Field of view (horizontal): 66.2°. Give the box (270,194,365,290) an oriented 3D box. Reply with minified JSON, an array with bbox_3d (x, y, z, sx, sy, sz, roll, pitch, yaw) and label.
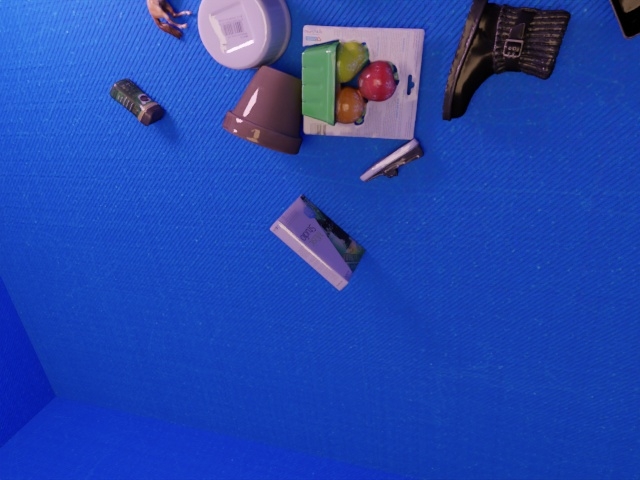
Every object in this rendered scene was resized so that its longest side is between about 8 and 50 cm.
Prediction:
[{"bbox_3d":[0.000,0.000,1.736,0.322,0.232,0.058,42,125,-5],"label":"box"}]

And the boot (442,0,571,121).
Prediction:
[{"bbox_3d":[0.493,-0.467,1.342,0.260,0.131,0.347,20,122,11],"label":"boot"}]

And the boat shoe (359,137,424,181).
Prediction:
[{"bbox_3d":[0.236,-0.244,1.606,0.228,0.080,0.076,-32,101,25],"label":"boat shoe"}]

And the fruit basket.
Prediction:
[{"bbox_3d":[0.121,-0.478,1.498,0.353,0.165,0.327,2,119,3],"label":"fruit basket"}]

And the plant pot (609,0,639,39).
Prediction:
[{"bbox_3d":[0.760,-0.609,1.137,0.187,0.167,0.188,-24,107,30],"label":"plant pot"}]

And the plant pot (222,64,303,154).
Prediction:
[{"bbox_3d":[-0.159,-0.428,1.576,0.263,0.263,0.229,23,106,9],"label":"plant pot"}]

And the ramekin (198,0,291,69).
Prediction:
[{"bbox_3d":[-0.242,-0.667,1.522,0.277,0.135,0.277,9,120,17],"label":"ramekin"}]

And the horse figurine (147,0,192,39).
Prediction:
[{"bbox_3d":[-0.501,-0.797,1.596,0.175,0.066,0.263,16,120,6],"label":"horse figurine"}]

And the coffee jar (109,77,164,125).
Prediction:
[{"bbox_3d":[-0.671,-0.505,1.805,0.184,0.096,0.079,41,127,-3],"label":"coffee jar"}]
